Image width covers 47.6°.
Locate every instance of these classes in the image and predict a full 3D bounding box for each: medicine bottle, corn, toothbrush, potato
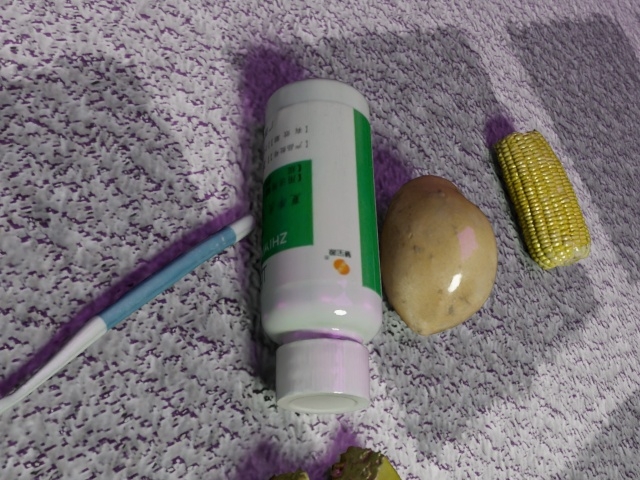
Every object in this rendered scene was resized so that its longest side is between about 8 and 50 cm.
[{"bbox_3d":[0.000,0.000,0.567,0.095,0.095,0.260,18,56,-34],"label":"medicine bottle"},{"bbox_3d":[0.255,-0.049,0.835,0.085,0.063,0.165,-14,75,-19],"label":"corn"},{"bbox_3d":[-0.133,0.043,0.484,0.025,0.019,0.276,49,46,1],"label":"toothbrush"},{"bbox_3d":[0.103,0.009,0.646,0.112,0.112,0.147,17,52,-34],"label":"potato"}]

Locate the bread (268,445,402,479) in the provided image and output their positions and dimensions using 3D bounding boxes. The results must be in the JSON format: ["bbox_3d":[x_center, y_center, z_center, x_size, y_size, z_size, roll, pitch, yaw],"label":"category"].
[{"bbox_3d":[-0.021,0.213,0.473,0.088,0.049,0.226,53,45,-6],"label":"bread"}]
